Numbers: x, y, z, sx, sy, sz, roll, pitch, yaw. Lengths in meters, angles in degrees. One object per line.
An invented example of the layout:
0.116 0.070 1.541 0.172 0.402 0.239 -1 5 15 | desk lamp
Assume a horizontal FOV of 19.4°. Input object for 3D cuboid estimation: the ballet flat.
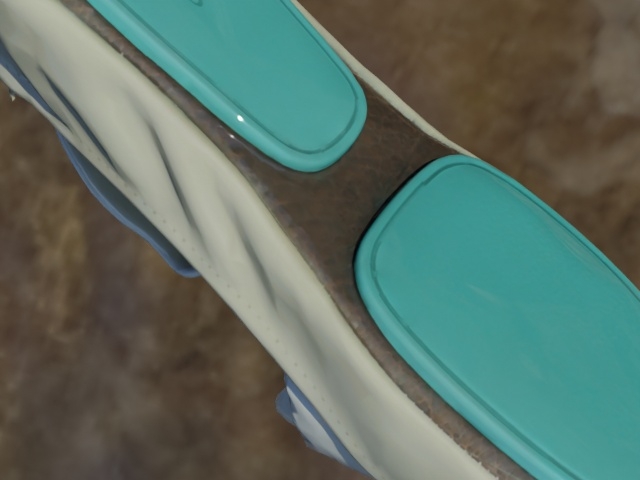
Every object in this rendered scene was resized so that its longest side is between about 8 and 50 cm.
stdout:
0.000 0.000 0.460 0.248 0.086 0.086 47 111 5 | ballet flat
